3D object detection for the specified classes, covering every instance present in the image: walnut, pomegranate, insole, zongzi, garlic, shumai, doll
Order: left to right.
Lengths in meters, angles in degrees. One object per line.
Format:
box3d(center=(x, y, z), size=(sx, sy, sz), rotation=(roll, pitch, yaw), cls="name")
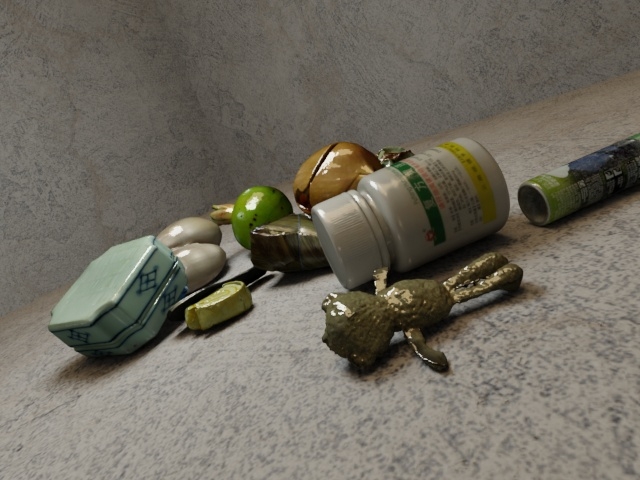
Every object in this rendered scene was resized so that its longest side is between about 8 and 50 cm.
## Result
box3d(center=(-0.403, 0.064, 1.396), size=(0.231, 0.246, 0.340), rotation=(36, 23, 20), cls="garlic")
box3d(center=(-0.242, 0.121, 1.059), size=(0.309, 0.012, 0.110), rotation=(-29, -28, -40), cls="insole")
box3d(center=(-0.240, -0.085, 1.470), size=(0.301, 0.236, 0.236), rotation=(13, 26, 16), cls="pomegranate")
box3d(center=(0.000, 0.000, 1.105), size=(0.299, 0.139, 0.286), rotation=(-1, 13, 19), cls="zongzi")
box3d(center=(0.050, -0.137, 1.026), size=(0.203, 0.203, 0.298), rotation=(-29, 9, -28), cls="walnut")
box3d(center=(0.176, -0.144, 1.175), size=(0.189, 0.218, 0.256), rotation=(-1, 21, 21), cls="shumai")
box3d(center=(0.141, 0.087, 0.626), size=(0.202, 0.091, 0.286), rotation=(34, 61, 32), cls="doll")

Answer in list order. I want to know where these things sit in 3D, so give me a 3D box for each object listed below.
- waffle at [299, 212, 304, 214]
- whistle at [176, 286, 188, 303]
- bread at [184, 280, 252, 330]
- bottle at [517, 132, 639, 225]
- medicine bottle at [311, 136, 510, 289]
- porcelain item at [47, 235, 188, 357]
box3d(center=(-0.037, -0.106, 1.692), size=(0.183, 0.036, 0.169), rotation=(-32, 16, -38), cls="waffle")
box3d(center=(-0.440, 0.156, 1.204), size=(0.157, 0.090, 0.090), rotation=(-16, 15, 18), cls="whistle")
box3d(center=(-0.233, 0.152, 0.964), size=(0.156, 0.064, 0.117), rotation=(-29, 12, -25), cls="bread")
box3d(center=(0.554, -0.131, 0.825), size=(0.330, 0.093, 0.093), rotation=(-23, 14, -7), cls="bottle")
box3d(center=(0.168, -0.050, 0.839), size=(0.339, 0.208, 0.208), rotation=(-23, 14, -8), cls="medicine bottle")
box3d(center=(-0.492, 0.142, 1.058), size=(0.285, 0.157, 0.281), rotation=(-14, 37, 30), cls="porcelain item")
